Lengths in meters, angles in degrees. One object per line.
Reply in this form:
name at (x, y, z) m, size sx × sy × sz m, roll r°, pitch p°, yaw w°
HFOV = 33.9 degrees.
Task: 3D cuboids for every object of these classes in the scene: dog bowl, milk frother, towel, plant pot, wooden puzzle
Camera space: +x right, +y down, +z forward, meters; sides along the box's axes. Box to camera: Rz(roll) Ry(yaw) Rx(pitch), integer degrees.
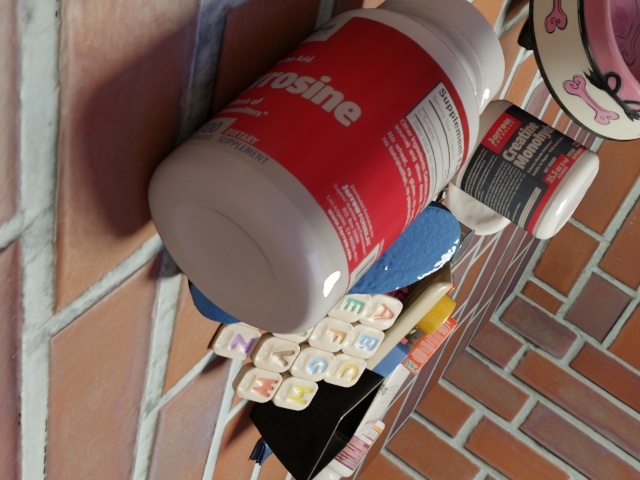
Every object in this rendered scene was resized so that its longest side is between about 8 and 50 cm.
dog bowl at (0.572, -0.386, 1.853) m, size 0.408 × 0.408 × 0.150 m, roll -49°, pitch -159°, yaw -21°
milk frother at (0.251, -0.045, 2.099) m, size 0.143 × 0.135 × 0.129 m, roll -57°, pitch 165°, yaw 4°
towel at (-0.098, 0.421, 2.205) m, size 0.119 × 0.029 × 0.067 m, roll -32°, pitch 151°, yaw -55°
plant pot at (-0.018, 0.313, 1.971) m, size 0.187 × 0.167 × 0.188 m, roll -31°, pitch 150°, yaw -55°
wooden puzzle at (0.176, 0.171, 2.181) m, size 0.322 × 0.080 × 0.348 m, roll -48°, pitch -178°, yaw 16°

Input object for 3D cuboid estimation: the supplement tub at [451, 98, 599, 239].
supplement tub at (0.364, -0.145, 1.973) m, size 0.191 × 0.272 × 0.191 m, roll -50°, pitch 163°, yaw -21°

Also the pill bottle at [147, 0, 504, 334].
pill bottle at (0.026, -0.107, 1.146) m, size 0.407 × 0.229 × 0.229 m, roll -46°, pitch 162°, yaw -32°

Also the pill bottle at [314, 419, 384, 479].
pill bottle at (0.059, 0.534, 2.721) m, size 0.221 × 0.121 × 0.121 m, roll -54°, pitch 164°, yaw -5°

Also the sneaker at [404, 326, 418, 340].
sneaker at (0.219, 0.182, 2.270) m, size 0.109 × 0.040 × 0.043 m, roll -34°, pitch -149°, yaw 52°

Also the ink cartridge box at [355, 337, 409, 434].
ink cartridge box at (0.135, 0.310, 2.502) m, size 0.283 × 0.117 × 0.207 m, roll -57°, pitch 164°, yaw 2°

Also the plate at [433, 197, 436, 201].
plate at (0.142, -0.122, 1.661) m, size 0.278 × 0.045 × 0.277 m, roll -33°, pitch 136°, yaw -55°

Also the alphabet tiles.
alphabet tiles at (-0.014, 0.132, 1.589) m, size 0.278 × 0.021 × 0.284 m, roll 20°, pitch 107°, yaw -35°

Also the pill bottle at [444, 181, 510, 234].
pill bottle at (0.393, -0.120, 2.317) m, size 0.278 × 0.162 × 0.162 m, roll -29°, pitch 149°, yaw -57°

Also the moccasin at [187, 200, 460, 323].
moccasin at (0.000, 0.000, 1.292) m, size 0.342 × 0.117 × 0.137 m, roll -10°, pitch 114°, yaw -16°

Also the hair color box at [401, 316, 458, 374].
hair color box at (0.219, 0.208, 2.181) m, size 0.141 × 0.043 × 0.072 m, roll -49°, pitch -173°, yaw -1°

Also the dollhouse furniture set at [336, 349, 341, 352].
dollhouse furniture set at (0.068, 0.110, 1.843) m, size 0.197 × 0.151 × 0.301 m, roll -53°, pitch 164°, yaw -8°

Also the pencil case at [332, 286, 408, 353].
pencil case at (0.089, 0.140, 2.073) m, size 0.209 × 0.098 × 0.095 m, roll -47°, pitch 119°, yaw -35°

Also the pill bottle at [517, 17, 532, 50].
pill bottle at (0.498, -0.365, 2.024) m, size 0.123 × 0.219 × 0.123 m, roll -49°, pitch 163°, yaw -21°
